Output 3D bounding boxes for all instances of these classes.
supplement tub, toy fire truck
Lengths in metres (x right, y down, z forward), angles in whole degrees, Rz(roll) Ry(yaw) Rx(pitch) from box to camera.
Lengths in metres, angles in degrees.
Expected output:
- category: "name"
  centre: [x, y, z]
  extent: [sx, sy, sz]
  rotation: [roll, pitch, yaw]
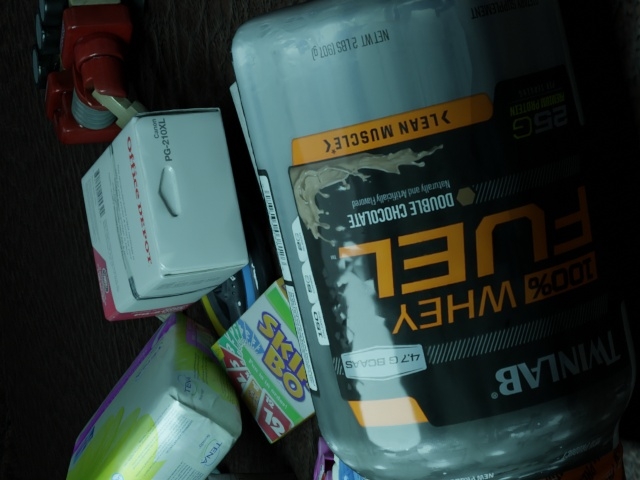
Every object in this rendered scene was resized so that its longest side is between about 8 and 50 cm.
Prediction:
- category: "supplement tub"
  centre: [0.077, 0.007, 0.939]
  extent: [0.207, 0.207, 0.338]
  rotation: [-179, 74, -69]
- category: "toy fire truck"
  centre: [-0.244, -0.166, 1.776]
  extent: [0.217, 0.158, 0.246]
  rotation: [118, 143, -61]

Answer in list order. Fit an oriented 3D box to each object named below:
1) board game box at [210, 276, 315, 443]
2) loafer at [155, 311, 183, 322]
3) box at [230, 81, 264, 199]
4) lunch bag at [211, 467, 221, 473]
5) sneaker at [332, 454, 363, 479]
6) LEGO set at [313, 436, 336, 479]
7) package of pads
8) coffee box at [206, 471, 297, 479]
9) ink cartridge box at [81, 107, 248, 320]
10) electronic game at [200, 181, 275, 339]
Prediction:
- category: "board game box"
  centre: [-0.034, 0.118, 1.502]
  extent: [0.124, 0.039, 0.259]
  rotation: [57, 151, 7]
- category: "loafer"
  centre: [-0.215, 0.085, 1.989]
  extent: [0.125, 0.045, 0.039]
  rotation: [32, 140, 58]
- category: "box"
  centre: [0.000, 0.000, 1.338]
  extent: [0.067, 0.063, 0.324]
  rotation: [-30, 76, 67]
- category: "lunch bag"
  centre: [-0.214, 0.430, 1.967]
  extent: [0.160, 0.223, 0.262]
  rotation: [-129, 28, -49]
- category: "sneaker"
  centre: [0.123, 0.252, 1.156]
  extent: [0.330, 0.130, 0.147]
  rotation: [63, 143, 20]
- category: "LEGO set"
  centre: [0.026, 0.269, 1.425]
  extent: [0.093, 0.087, 0.227]
  rotation: [-95, 14, -49]
- category: "package of pads"
  centre: [-0.185, 0.218, 1.659]
  extent: [0.101, 0.229, 0.296]
  rotation: [36, -170, -13]
- category: "coffee box"
  centre: [-0.055, 0.377, 1.604]
  extent: [0.098, 0.141, 0.246]
  rotation: [-44, 56, 28]
- category: "ink cartridge box"
  centre: [-0.170, -0.024, 1.595]
  extent: [0.237, 0.100, 0.172]
  rotation: [147, 113, -65]
- category: "electronic game"
  centre: [-0.105, 0.026, 1.651]
  extent: [0.229, 0.048, 0.229]
  rotation: [165, 90, -70]
